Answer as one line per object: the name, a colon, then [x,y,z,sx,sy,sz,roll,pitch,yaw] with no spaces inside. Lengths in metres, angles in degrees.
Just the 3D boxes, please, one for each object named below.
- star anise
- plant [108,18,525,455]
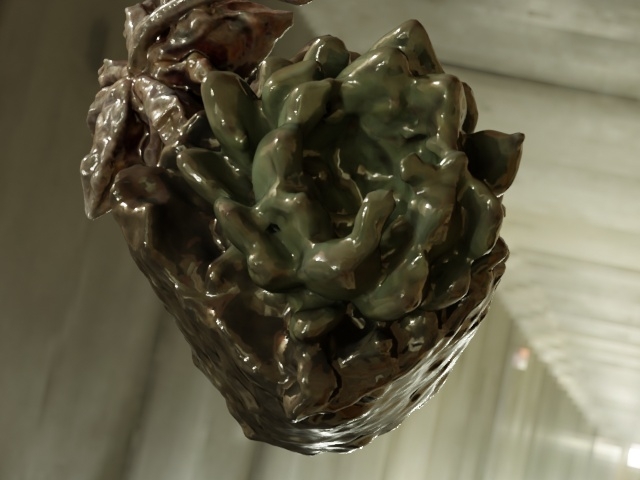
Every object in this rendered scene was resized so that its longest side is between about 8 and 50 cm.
star anise: [-0.100,-0.122,1.387,0.089,0.231,0.209,23,21,-34]
plant: [0.000,0.000,0.738,0.132,0.129,0.194,44,-21,17]
